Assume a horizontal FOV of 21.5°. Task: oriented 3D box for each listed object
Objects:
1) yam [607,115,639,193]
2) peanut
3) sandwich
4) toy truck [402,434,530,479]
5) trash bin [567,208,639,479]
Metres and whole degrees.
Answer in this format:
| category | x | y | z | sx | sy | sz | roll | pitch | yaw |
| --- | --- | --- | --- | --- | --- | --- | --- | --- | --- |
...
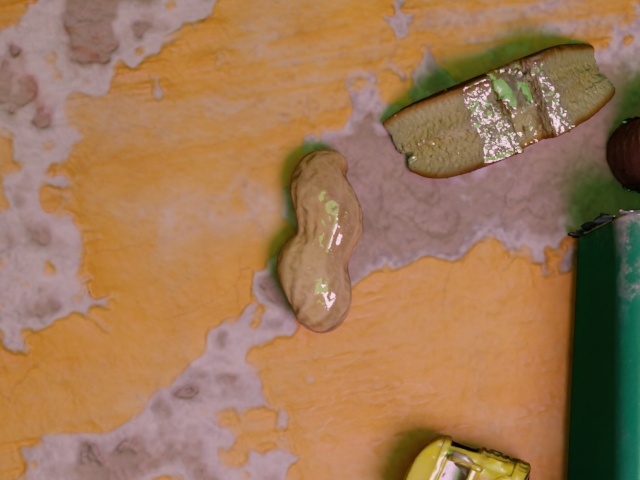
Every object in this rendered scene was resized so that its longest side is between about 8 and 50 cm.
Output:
| category | x | y | z | sx | sy | sz | roll | pitch | yaw |
| --- | --- | --- | --- | --- | --- | --- | --- | --- | --- |
| yam | 0.344 | -0.095 | 1.721 | 0.084 | 0.127 | 0.084 | 0 | 85 | -4 |
| peanut | 0.000 | 0.000 | 1.706 | 0.082 | 0.082 | 0.187 | 8 | 87 | -6 |
| sandwich | 0.193 | -0.135 | 1.723 | 0.244 | 0.088 | 0.090 | -23 | 95 | -7 |
| toy truck | 0.103 | 0.325 | 1.687 | 0.157 | 0.124 | 0.272 | 24 | 89 | 5 |
| trash bin | 0.363 | 0.163 | 1.644 | 0.259 | 0.295 | 0.381 | -1 | 83 | -7 |
